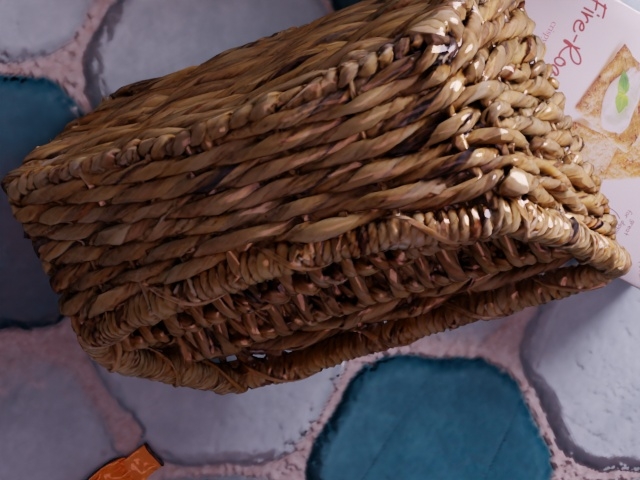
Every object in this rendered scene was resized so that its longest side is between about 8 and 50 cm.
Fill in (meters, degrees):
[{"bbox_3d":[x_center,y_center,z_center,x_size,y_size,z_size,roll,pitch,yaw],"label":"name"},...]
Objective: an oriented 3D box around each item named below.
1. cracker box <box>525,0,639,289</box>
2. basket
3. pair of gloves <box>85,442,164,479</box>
[{"bbox_3d":[0.159,-0.082,1.218,0.232,0.067,0.155,27,97,-15],"label":"cracker box"},{"bbox_3d":[0.000,0.000,1.084,0.299,0.213,0.223,-17,105,23],"label":"basket"},{"bbox_3d":[-0.123,0.183,1.256,0.074,0.010,0.083,-34,106,-2],"label":"pair of gloves"}]
